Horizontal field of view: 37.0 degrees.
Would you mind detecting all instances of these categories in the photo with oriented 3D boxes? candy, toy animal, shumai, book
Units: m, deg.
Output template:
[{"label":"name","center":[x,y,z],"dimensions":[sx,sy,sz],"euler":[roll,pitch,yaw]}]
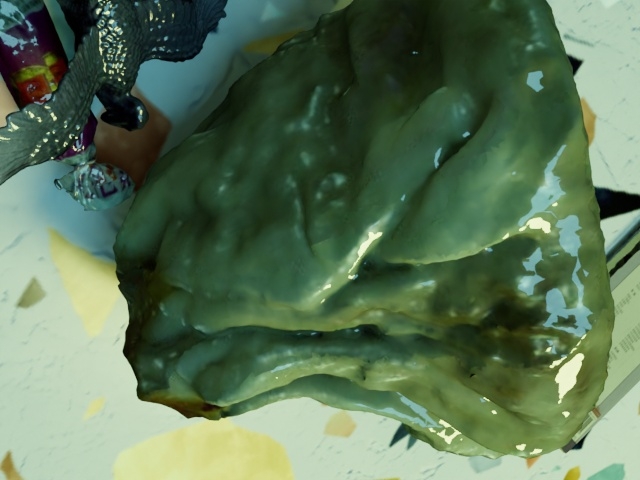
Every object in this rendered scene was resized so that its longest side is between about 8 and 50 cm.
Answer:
[{"label":"candy","center":[-0.161,-0.093,0.560],"dimensions":[0.045,0.043,0.175],"euler":[-29,121,-17]},{"label":"toy animal","center":[-0.118,-0.108,0.527],"dimensions":[0.220,0.062,0.108],"euler":[-45,125,-42]},{"label":"shumai","center":[0.000,0.000,0.568],"dimensions":[0.263,0.309,0.304],"euler":[-17,155,-6]},{"label":"book","center":[0.284,0.088,0.926],"dimensions":[0.231,0.026,0.157],"euler":[-44,131,-2]}]
